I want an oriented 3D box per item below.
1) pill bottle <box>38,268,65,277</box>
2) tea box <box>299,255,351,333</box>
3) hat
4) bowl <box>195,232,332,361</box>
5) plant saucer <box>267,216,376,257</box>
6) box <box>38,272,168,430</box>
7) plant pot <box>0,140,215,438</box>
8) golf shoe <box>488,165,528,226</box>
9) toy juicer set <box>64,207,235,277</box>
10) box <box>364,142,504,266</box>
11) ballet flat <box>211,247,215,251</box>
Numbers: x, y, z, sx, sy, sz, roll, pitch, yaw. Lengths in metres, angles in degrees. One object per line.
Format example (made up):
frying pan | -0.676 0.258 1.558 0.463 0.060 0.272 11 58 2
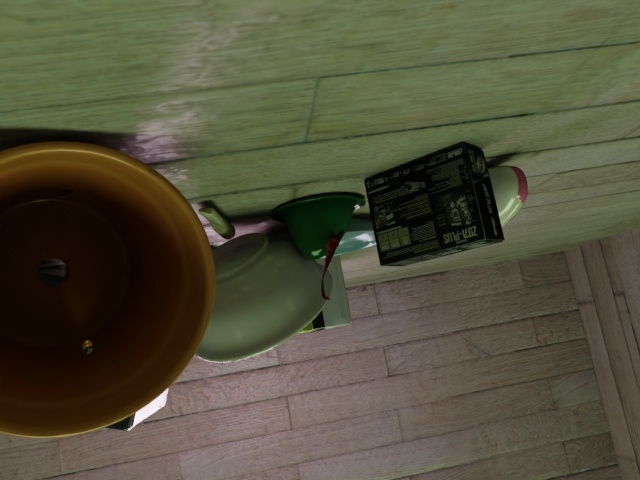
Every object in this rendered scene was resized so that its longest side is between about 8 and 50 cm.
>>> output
pill bottle | -0.587 0.179 1.254 0.187 0.188 0.334 -8 170 -15
tea box | -0.118 0.181 1.647 0.323 0.220 0.329 -7 170 -14
hat | 0.004 0.025 0.993 0.173 0.184 0.208 -18 167 39
bowl | -0.136 0.078 1.028 0.297 0.134 0.298 -19 -155 9
plant saucer | 0.000 0.000 1.263 0.317 0.044 0.317 -9 170 -2
box | -0.466 0.171 0.941 0.395 0.212 0.293 11 169 -4
plant pot | -0.290 0.044 0.621 0.290 0.291 0.203 -4 -175 -31
golf shoe | 0.224 -0.055 0.991 0.140 0.115 0.306 0 165 -32
toy juicer set | -0.273 0.026 0.992 0.329 0.090 0.209 -14 169 21
box | 0.173 -0.049 0.855 0.180 0.147 0.077 -18 167 36
ballet flat | -0.258 0.068 1.282 0.077 0.077 0.231 -9 170 -2
